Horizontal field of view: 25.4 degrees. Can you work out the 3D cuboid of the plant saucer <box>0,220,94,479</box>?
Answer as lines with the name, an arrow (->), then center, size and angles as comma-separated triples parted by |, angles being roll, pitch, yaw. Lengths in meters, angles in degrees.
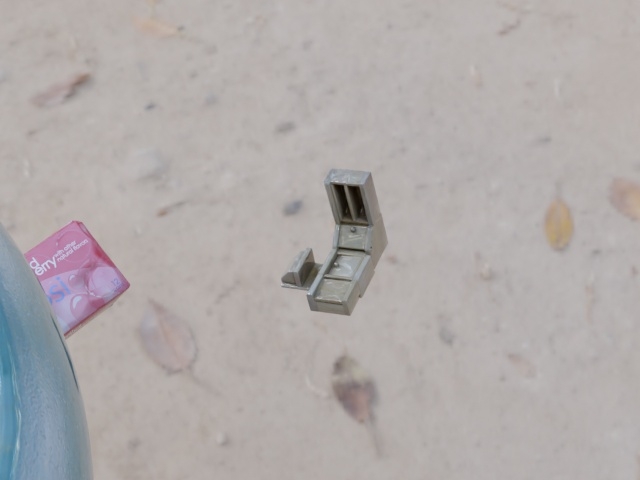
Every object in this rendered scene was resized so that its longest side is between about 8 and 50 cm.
plant saucer -> -0.206, 0.044, 0.363 | 0.317, 0.044, 0.317 | 16, 50, -19

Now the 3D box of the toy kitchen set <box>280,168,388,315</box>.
toy kitchen set -> 0.000, 0.000, 1.069 | 0.068, 0.075, 0.083 | 6, 44, 24

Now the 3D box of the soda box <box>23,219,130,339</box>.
soda box -> -0.317, 0.091, 1.371 | 0.263, 0.083, 0.092 | -38, 90, -25
